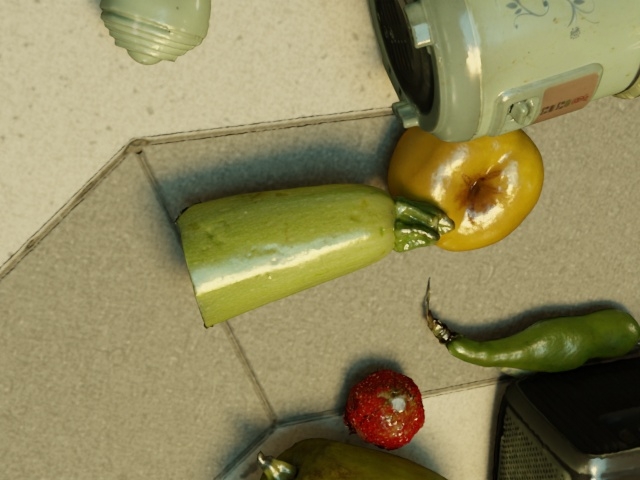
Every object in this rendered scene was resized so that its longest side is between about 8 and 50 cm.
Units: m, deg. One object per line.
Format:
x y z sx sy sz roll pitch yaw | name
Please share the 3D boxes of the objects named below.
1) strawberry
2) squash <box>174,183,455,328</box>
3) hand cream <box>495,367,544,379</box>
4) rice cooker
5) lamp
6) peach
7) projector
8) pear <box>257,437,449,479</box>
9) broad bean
0.083 0.204 1.274 0.106 0.106 0.106 -6 113 -16 | strawberry
-0.006 -0.012 1.137 0.287 0.137 0.137 -17 115 -7 | squash
0.260 0.169 1.363 0.102 0.022 0.035 24 99 -30 | hand cream
0.201 -0.242 1.047 0.316 0.264 0.317 -18 155 -9 | rice cooker
-0.147 -0.263 1.016 0.106 0.106 0.193 13 96 -22 | lamp
0.162 -0.067 1.189 0.179 0.103 0.179 -5 113 -12 | peach
0.435 0.359 1.375 0.395 0.242 0.405 -8 113 -14 | projector
0.050 0.377 1.249 0.287 0.287 0.375 -43 103 2 | pear
0.276 0.118 1.323 0.318 0.056 0.098 9 94 -21 | broad bean
